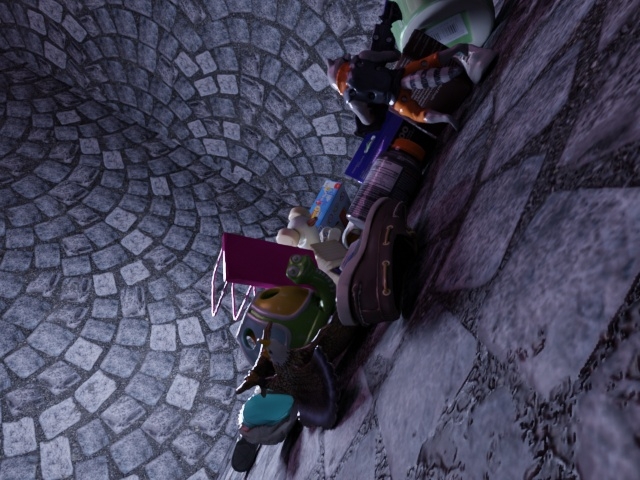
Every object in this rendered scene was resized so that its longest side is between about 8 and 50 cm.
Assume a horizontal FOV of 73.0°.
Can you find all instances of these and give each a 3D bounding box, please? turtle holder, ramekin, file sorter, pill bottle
[{"bbox_3d":[-0.079,0.217,1.099,0.320,0.227,0.243,113,-178,-49],"label":"turtle holder"},{"bbox_3d":[0.350,-0.644,1.252,0.303,0.303,0.148,122,146,-63],"label":"ramekin"},{"bbox_3d":[-0.167,0.131,1.294,0.202,0.290,0.182,-108,37,-51],"label":"file sorter"},{"bbox_3d":[0.177,-0.137,1.113,0.246,0.130,0.130,-61,2,-3],"label":"pill bottle"}]

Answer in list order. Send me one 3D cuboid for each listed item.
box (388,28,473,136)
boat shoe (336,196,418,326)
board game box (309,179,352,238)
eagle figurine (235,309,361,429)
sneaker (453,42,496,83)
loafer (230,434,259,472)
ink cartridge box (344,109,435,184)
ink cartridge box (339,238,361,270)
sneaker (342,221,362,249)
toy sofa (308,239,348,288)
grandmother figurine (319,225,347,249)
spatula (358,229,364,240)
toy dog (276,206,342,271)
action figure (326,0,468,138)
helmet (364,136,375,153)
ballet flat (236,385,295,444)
[{"bbox_3d":[0.292,-0.435,1.195,0.168,0.203,0.167,-59,4,48],"label":"box"},{"bbox_3d":[0.122,0.024,0.770,0.324,0.096,0.117,-59,-42,-49],"label":"boat shoe"},{"bbox_3d":[0.045,-0.064,1.992,0.302,0.086,0.308,-62,-31,-22],"label":"board game box"},{"bbox_3d":[-0.027,0.243,0.847,0.298,0.225,0.226,-18,72,32],"label":"eagle figurine"},{"bbox_3d":[0.365,-0.446,1.060,0.080,0.094,0.212,-59,3,28],"label":"sneaker"},{"bbox_3d":[-0.225,0.632,1.451,0.084,0.096,0.267,109,-175,-62],"label":"loafer"},{"bbox_3d":[0.195,-0.233,1.196,0.206,0.208,0.045,-61,39,15],"label":"ink cartridge box"},{"bbox_3d":[0.100,0.051,1.224,0.088,0.052,0.122,-62,1,-8],"label":"ink cartridge box"},{"bbox_3d":[0.153,-0.069,1.665,0.092,0.087,0.229,-83,13,-66],"label":"sneaker"},{"bbox_3d":[-0.009,0.188,1.491,0.150,0.177,0.362,-10,-43,-50],"label":"toy sofa"},{"bbox_3d":[-0.003,0.071,1.787,0.104,0.208,0.342,-23,8,45],"label":"grandmother figurine"},{"bbox_3d":[0.155,-0.084,1.319,0.030,0.084,0.296,9,-83,-56],"label":"spatula"},{"bbox_3d":[0.000,0.000,1.620,0.161,0.333,0.220,-17,61,42],"label":"toy dog"},{"bbox_3d":[0.170,-0.413,1.012,0.178,0.330,0.341,-21,-63,-69],"label":"action figure"},{"bbox_3d":[0.220,-0.270,1.404,0.169,0.169,0.161,-61,-15,6],"label":"helmet"},{"bbox_3d":[-0.115,0.442,1.117,0.147,0.147,0.409,-62,-1,4],"label":"ballet flat"}]
